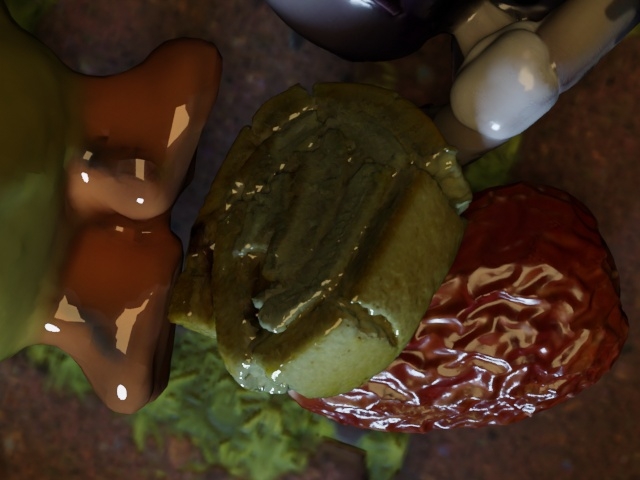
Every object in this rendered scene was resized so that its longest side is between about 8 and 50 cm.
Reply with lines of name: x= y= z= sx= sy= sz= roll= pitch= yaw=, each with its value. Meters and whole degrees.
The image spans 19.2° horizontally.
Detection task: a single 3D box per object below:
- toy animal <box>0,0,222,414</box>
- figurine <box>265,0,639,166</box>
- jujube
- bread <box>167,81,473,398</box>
toy animal: x=-0.225 y=-0.026 z=0.890 sx=0.338 sy=0.191 sz=0.216 roll=9 pitch=99 yaw=0
figurine: x=0.030 y=-0.135 z=0.901 sx=0.222 sy=0.145 sz=0.145 roll=43 pitch=97 yaw=-6
jujube: x=0.062 y=0.038 z=0.943 sx=0.176 sy=0.109 sz=0.112 roll=-15 pitch=61 yaw=11
bread: x=0.000 y=0.000 z=0.883 sx=0.117 sy=0.064 sz=0.156 roll=12 pitch=68 yaw=29
